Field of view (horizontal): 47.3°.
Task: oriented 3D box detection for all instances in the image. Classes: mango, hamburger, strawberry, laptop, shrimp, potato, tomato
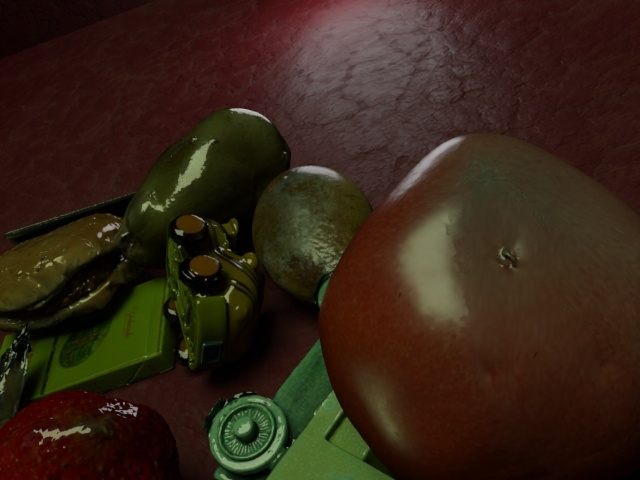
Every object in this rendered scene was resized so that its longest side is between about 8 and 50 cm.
[{"bbox_3d":[0.000,0.000,1.110,0.193,0.146,0.316,-34,43,0],"label":"mango"},{"bbox_3d":[-0.460,0.054,1.279,0.283,0.144,0.259,-24,18,15],"label":"hamburger"},{"bbox_3d":[-0.278,0.282,0.836,0.258,0.276,0.257,12,38,-10],"label":"strawberry"},{"bbox_3d":[-0.450,-0.037,1.397,0.269,0.015,0.188,-20,-3,-14],"label":"laptop"},{"bbox_3d":[-0.549,0.249,1.150,0.198,0.051,0.261,6,76,20],"label":"shrimp"},{"bbox_3d":[-0.200,-0.082,1.264,0.351,0.202,0.218,-39,3,-27],"label":"potato"},{"bbox_3d":[0.171,0.068,0.661,0.342,0.272,0.341,-2,52,3],"label":"tomato"}]

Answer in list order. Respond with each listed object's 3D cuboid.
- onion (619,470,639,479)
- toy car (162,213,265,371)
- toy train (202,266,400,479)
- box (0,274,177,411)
[{"bbox_3d":[0.310,0.262,0.600,0.230,0.163,0.230,-18,30,11],"label":"onion"},{"bbox_3d":[-0.154,0.072,1.096,0.143,0.200,0.247,-6,48,-21],"label":"toy car"},{"bbox_3d":[0.053,0.197,0.845,0.253,0.160,0.397,20,57,35],"label":"toy train"},{"bbox_3d":[-0.394,0.182,1.218,0.335,0.047,0.187,-21,38,10],"label":"box"}]
